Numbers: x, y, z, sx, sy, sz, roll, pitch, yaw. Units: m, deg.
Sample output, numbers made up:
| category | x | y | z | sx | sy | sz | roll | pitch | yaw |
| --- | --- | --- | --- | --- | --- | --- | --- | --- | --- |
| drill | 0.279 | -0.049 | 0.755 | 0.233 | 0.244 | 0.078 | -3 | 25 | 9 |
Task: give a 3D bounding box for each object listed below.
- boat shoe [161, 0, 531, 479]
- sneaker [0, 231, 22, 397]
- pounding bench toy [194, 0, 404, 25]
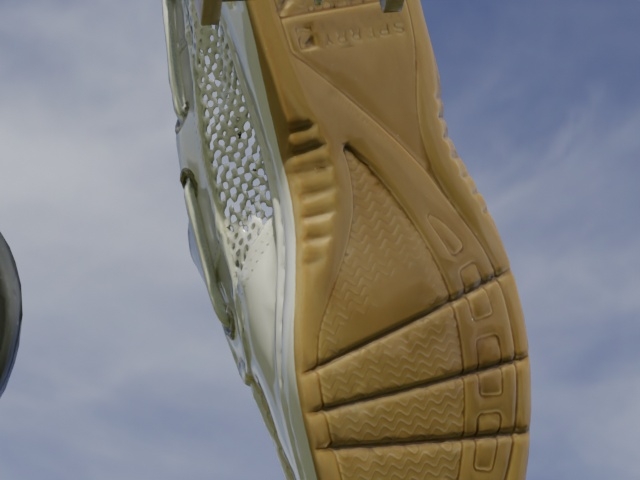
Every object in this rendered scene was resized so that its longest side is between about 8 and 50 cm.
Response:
| category | x | y | z | sx | sy | sz | roll | pitch | yaw |
| --- | --- | --- | --- | --- | --- | --- | --- | --- | --- |
| boat shoe | 0.000 | 0.000 | 0.661 | 0.098 | 0.277 | 0.096 | -7 | -6 | -36 |
| sneaker | -0.166 | -0.016 | 0.367 | 0.234 | 0.078 | 0.106 | 22 | -2 | -1 |
| pounding bench toy | -0.014 | -0.109 | 0.511 | 0.065 | 0.083 | 0.052 | -5 | -33 | -11 |
